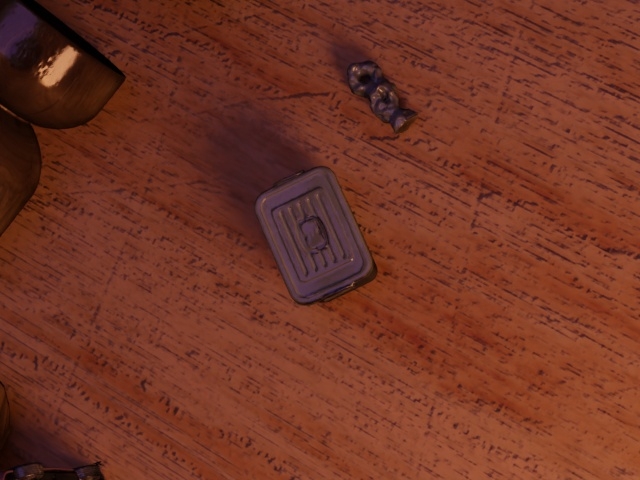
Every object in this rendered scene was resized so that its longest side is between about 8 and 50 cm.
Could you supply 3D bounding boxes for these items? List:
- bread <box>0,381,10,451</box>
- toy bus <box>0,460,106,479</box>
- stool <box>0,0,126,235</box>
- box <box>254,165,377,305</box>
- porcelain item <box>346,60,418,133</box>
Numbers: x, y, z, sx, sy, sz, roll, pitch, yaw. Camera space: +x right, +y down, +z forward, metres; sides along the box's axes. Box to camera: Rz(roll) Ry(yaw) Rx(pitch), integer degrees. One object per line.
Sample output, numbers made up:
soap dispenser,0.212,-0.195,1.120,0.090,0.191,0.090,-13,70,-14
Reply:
bread,-0.416,0.196,1.446,0.224,0.142,0.212,22,53,16
toy bus,-0.262,0.256,1.380,0.108,0.199,0.096,-18,76,16
stool,-0.337,-0.108,1.469,0.179,0.179,0.264,39,93,18
box,0.000,0.000,1.415,0.084,0.069,0.122,-25,76,9
porcelain item,0.056,-0.137,1.442,0.036,0.028,0.083,-45,72,8
